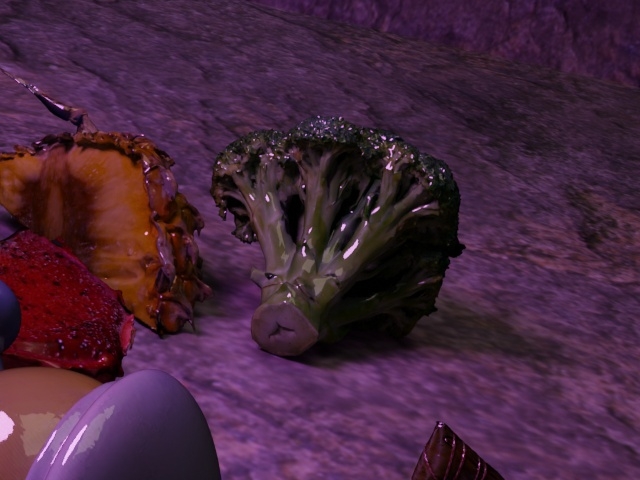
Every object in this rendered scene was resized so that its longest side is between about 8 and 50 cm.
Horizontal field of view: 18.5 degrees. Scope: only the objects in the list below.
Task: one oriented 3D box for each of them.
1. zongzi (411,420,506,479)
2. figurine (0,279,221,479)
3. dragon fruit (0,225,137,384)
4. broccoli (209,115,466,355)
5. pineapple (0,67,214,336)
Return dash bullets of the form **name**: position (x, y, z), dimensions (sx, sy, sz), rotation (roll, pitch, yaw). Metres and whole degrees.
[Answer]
- **zongzi**: position (0.128, 0.200, 1.705), dimensions (0.073, 0.067, 0.083), rotation (19, -1, 34)
- **figurine**: position (-0.213, 0.108, 1.273), dimensions (0.382, 0.205, 0.224), rotation (47, 14, 20)
- **dragon fruit**: position (-0.251, 0.088, 1.566), dimensions (0.163, 0.189, 0.261), rotation (54, 21, -8)
- **broccoli**: position (0.000, 0.000, 1.977), dimensions (0.269, 0.254, 0.269), rotation (-1, 42, 1)
- **pineapple**: position (-0.197, -0.046, 1.996), dimensions (0.161, 0.158, 0.334), rotation (-2, 24, -46)
